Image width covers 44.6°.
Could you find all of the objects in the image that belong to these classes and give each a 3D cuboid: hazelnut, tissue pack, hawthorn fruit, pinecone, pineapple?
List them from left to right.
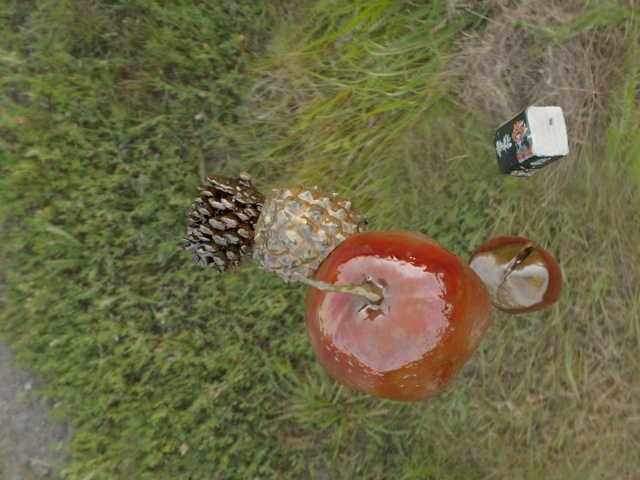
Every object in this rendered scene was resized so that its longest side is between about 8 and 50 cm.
[{"bbox_3d":[-0.235,-0.047,2.001,0.224,0.224,0.272,24,100,14],"label":"pinecone"},{"bbox_3d":[0.000,0.000,1.168,0.193,0.166,0.166,16,108,-20],"label":"pineapple"},{"bbox_3d":[0.057,0.053,0.639,0.162,0.203,0.163,-2,76,10],"label":"hawthorn fruit"},{"bbox_3d":[0.439,0.071,1.742,0.212,0.181,0.181,34,146,25],"label":"hazelnut"},{"bbox_3d":[0.413,-0.193,1.546,0.090,0.170,0.103,-4,81,-9],"label":"tissue pack"}]
